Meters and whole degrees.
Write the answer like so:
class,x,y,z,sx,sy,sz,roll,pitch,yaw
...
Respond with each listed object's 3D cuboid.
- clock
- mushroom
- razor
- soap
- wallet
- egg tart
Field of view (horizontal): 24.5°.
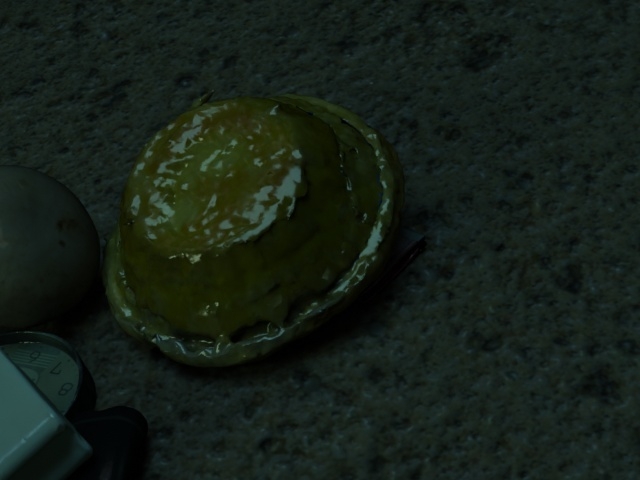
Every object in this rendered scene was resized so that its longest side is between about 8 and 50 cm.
class,x,y,z,sx,sy,sz,roll,pitch,yaw
clock,-0.359,0.186,1.643,0.215,0.042,0.215,-9,40,8
mushroom,-0.373,0.019,1.752,0.204,0.204,0.204,-10,40,8
razor,-0.232,0.238,1.528,0.090,0.054,0.148,-11,39,12
soap,-0.382,0.245,1.492,0.265,0.087,0.160,-43,49,-9
wallet,0.000,0.000,1.752,0.232,0.025,0.119,22,52,37
egg tart,-0.097,-0.037,1.694,0.388,0.169,0.388,-12,51,16
